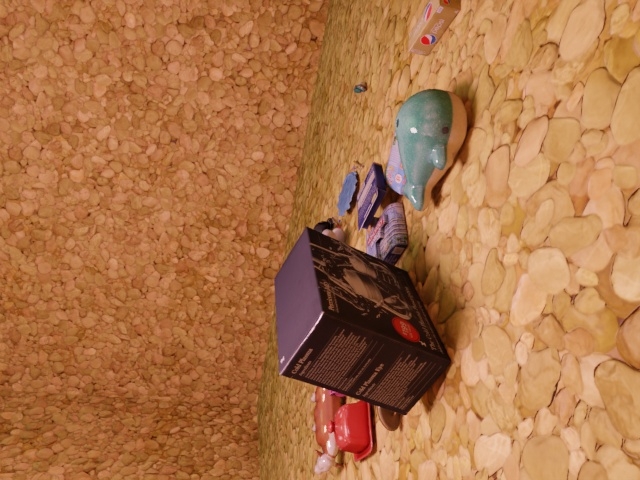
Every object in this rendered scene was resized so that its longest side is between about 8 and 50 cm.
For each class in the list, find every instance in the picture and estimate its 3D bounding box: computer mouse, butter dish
[{"bbox_3d":[0.000,0.000,2.014,0.262,0.060,0.184,-45,-36,-76],"label":"computer mouse"},{"bbox_3d":[0.077,0.540,1.368,0.160,0.118,0.160,113,161,-52],"label":"butter dish"}]

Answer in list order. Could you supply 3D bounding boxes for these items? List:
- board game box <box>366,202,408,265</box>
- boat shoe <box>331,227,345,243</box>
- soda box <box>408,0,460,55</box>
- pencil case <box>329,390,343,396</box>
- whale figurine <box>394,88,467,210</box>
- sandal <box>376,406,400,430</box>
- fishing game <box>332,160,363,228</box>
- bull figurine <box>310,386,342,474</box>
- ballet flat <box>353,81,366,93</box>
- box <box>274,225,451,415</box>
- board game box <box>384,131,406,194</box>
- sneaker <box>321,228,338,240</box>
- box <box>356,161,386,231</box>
[{"bbox_3d":[0.181,-0.015,1.376,0.194,0.060,0.194,113,160,-51],"label":"board game box"},{"bbox_3d":[0.042,0.031,1.910,0.070,0.077,0.219,-122,37,-45],"label":"boat shoe"},{"bbox_3d":[0.289,-0.561,1.225,0.181,0.058,0.061,134,142,-69],"label":"soda box"},{"bbox_3d":[0.074,0.401,1.554,0.098,0.095,0.209,-19,59,35],"label":"pencil case"},{"bbox_3d":[0.228,-0.209,1.090,0.216,0.141,0.272,-106,26,-61],"label":"whale figurine"},{"bbox_3d":[0.180,0.371,1.155,0.049,0.072,0.180,-11,66,55],"label":"sandal"},{"bbox_3d":[0.110,-0.180,1.859,0.189,0.041,0.264,-126,53,-72],"label":"fishing game"},{"bbox_3d":[0.021,0.620,1.614,0.188,0.101,0.311,136,140,-73],"label":"bull figurine"},{"bbox_3d":[0.160,-0.616,1.900,0.114,0.041,0.041,-133,52,-73],"label":"ballet flat"},{"bbox_3d":[0.074,0.172,1.082,0.179,0.312,0.343,-58,22,23],"label":"box"},{"bbox_3d":[0.235,-0.245,1.322,0.160,0.039,0.212,-119,39,-71],"label":"board game box"},{"bbox_3d":[-0.015,0.058,1.832,0.101,0.153,0.269,-38,-40,-38],"label":"sneaker"},{"bbox_3d":[0.150,-0.128,1.417,0.225,0.036,0.136,-83,15,-57],"label":"box"}]
